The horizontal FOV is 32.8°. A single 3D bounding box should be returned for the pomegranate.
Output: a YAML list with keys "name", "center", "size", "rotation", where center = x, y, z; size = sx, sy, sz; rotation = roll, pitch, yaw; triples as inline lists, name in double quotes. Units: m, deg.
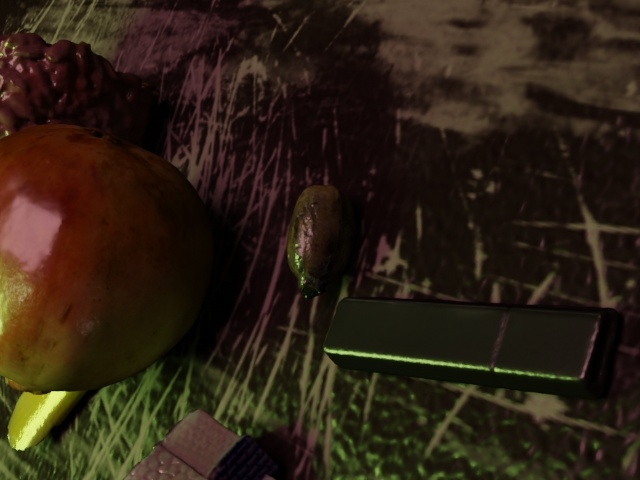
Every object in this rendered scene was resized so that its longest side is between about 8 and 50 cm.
- name: "pomegranate"
  center: [-0.232, 0.030, 1.002]
  size: [0.252, 0.229, 0.270]
  rotation: [36, 109, 44]

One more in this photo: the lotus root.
- name: "lotus root"
  center: [0.000, 0.000, 0.887]
  size: [0.049, 0.054, 0.099]
  rotation: [142, 141, -59]

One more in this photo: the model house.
- name: "model house"
  center: [-0.085, 0.204, 0.854]
  size: [0.100, 0.087, 0.100]
  rotation: [24, 54, 29]

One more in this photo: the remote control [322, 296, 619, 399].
- name: "remote control"
  center: [0.096, 0.069, 0.762]
  size: [0.245, 0.025, 0.063]
  rotation: [-1, 64, 48]

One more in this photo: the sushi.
- name: "sushi"
  center: [-0.329, -0.128, 1.199]
  size: [0.270, 0.237, 0.170]
  rotation: [8, 83, 47]

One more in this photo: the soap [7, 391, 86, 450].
- name: "soap"
  center: [-0.270, 0.143, 1.129]
  size: [0.168, 0.033, 0.089]
  rotation: [-50, 38, 16]
